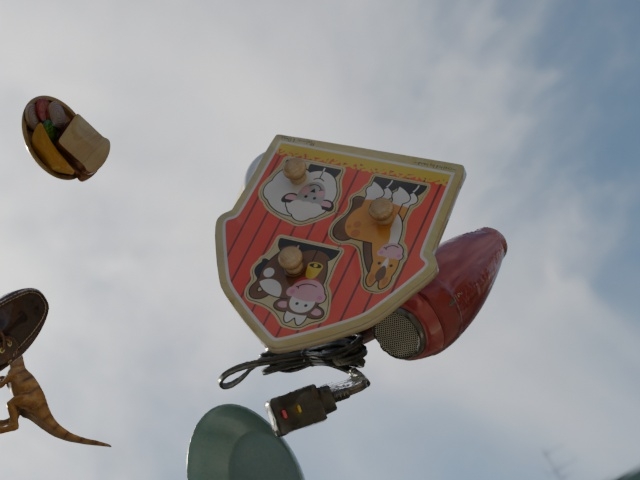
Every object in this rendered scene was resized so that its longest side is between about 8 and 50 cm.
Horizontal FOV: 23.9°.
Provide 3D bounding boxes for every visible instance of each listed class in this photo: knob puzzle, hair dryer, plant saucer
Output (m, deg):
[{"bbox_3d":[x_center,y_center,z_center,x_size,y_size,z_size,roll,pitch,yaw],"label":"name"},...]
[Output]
[{"bbox_3d":[0.000,0.000,1.171,0.213,0.213,0.030,-27,-38,-3],"label":"knob puzzle"},{"bbox_3d":[0.046,0.063,1.367,0.293,0.223,0.080,-26,-74,-11],"label":"hair dryer"},{"bbox_3d":[-0.065,0.260,1.563,0.037,0.195,0.195,-12,-33,-43],"label":"plant saucer"}]

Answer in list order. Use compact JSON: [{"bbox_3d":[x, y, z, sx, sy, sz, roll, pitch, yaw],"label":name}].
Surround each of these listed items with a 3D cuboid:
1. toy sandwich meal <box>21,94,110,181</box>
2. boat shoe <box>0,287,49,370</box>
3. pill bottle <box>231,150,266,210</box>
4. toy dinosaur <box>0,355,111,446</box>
[{"bbox_3d":[-0.217,-0.088,1.284,0.029,0.085,0.085,-22,-24,33],"label":"toy sandwich meal"},{"bbox_3d":[-0.396,0.129,1.774,0.207,0.073,0.073,-45,10,-25],"label":"boat shoe"},{"bbox_3d":[-0.049,-0.050,1.841,0.103,0.103,0.184,-17,-18,-19],"label":"pill bottle"},{"bbox_3d":[-0.389,0.221,2.022,0.112,0.211,0.064,-36,-16,-6],"label":"toy dinosaur"}]
